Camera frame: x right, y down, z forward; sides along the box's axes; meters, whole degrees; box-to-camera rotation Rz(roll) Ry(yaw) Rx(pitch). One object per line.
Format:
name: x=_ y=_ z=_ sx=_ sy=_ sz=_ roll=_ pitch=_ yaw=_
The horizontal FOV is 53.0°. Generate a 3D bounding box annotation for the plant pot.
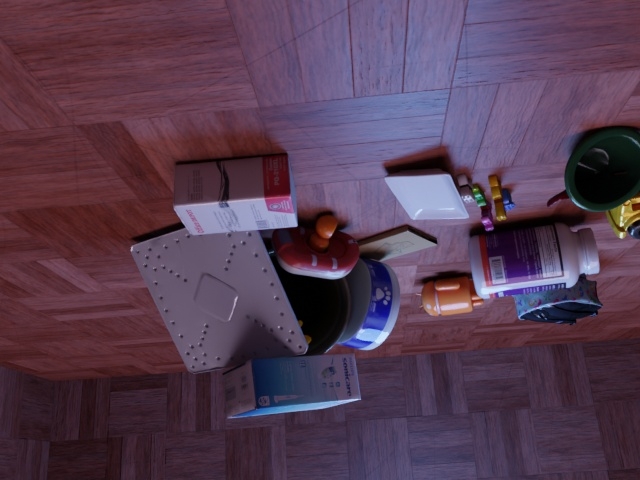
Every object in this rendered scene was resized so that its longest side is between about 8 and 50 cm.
plant pot: x=-0.110 y=0.178 z=1.867 sx=0.323 sy=0.323 sz=0.280 roll=3 pitch=175 yaw=-18

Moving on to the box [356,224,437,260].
box: x=0.205 y=0.012 z=1.814 sx=0.201 sy=0.021 sz=0.164 roll=-20 pitch=155 yaw=35

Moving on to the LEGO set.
LEGO set: x=0.398 y=-0.080 z=1.492 sx=0.087 sy=0.093 sz=0.227 roll=-14 pitch=157 yaw=27

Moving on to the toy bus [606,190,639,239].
toy bus: x=0.740 y=-0.126 z=1.394 sx=0.220 sy=0.149 sz=0.211 roll=-12 pitch=142 yaw=16

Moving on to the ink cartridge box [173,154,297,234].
ink cartridge box: x=-0.174 y=-0.092 z=1.352 sx=0.237 sy=0.100 sz=0.172 roll=-5 pitch=160 yaw=1

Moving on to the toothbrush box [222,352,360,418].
toothbrush box: x=-0.078 y=0.378 z=1.667 sx=0.295 sy=0.126 sz=0.216 roll=3 pitch=159 yaw=-27

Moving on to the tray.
tray: x=0.249 y=-0.106 z=1.465 sx=0.145 sy=0.030 sz=0.270 roll=0 pitch=163 yaw=22

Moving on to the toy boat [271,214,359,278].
toy boat: x=0.000 y=0.000 z=1.621 sx=0.231 sy=0.151 sz=0.151 roll=9 pitch=127 yaw=-31

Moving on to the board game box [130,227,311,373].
board game box: x=-0.256 y=0.138 z=1.641 sx=0.390 sy=0.390 sz=0.050 roll=-15 pitch=-166 yaw=29

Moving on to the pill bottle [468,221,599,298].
pill bottle: x=0.577 y=0.051 z=1.753 sx=0.323 sy=0.181 sz=0.181 roll=-9 pitch=159 yaw=15

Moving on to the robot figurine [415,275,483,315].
robot figurine: x=0.439 y=0.191 z=2.182 sx=0.219 sy=0.128 sz=0.158 roll=-8 pitch=-177 yaw=13

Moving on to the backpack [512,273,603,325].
backpack: x=0.768 y=0.181 z=2.121 sx=0.253 sy=0.191 sz=0.225 roll=0 pitch=158 yaw=-31

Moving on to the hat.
hat: x=0.568 y=-0.165 z=1.379 sx=0.208 sy=0.183 sz=0.173 roll=-38 pitch=109 yaw=11

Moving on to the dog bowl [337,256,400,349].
dog bowl: x=0.110 y=0.181 z=1.877 sx=0.104 sy=0.265 sz=0.265 roll=17 pitch=152 yaw=-30
